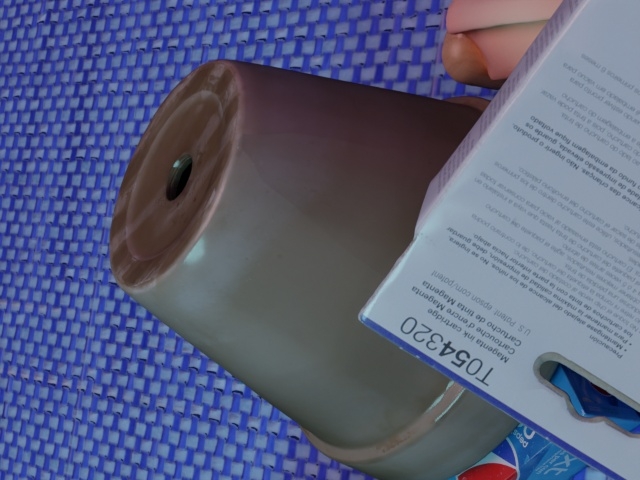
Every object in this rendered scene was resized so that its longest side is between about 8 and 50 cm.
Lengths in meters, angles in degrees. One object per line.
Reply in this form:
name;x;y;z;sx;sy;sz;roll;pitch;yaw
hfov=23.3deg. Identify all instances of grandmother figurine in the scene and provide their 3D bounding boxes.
grandmother figurine;0.218;-0.179;1.148;0.342;0.104;0.208;-6;76;61

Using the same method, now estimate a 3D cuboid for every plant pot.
plant pot;0.000;0.000;1.212;0.323;0.280;0.323;-40;37;40

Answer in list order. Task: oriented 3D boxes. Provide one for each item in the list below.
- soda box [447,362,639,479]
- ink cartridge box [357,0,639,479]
soda box;0.146;0.170;1.218;0.210;0.071;0.067;-47;50;31
ink cartridge box;0.244;-0.001;0.983;0.330;0.324;0.071;-54;8;25
